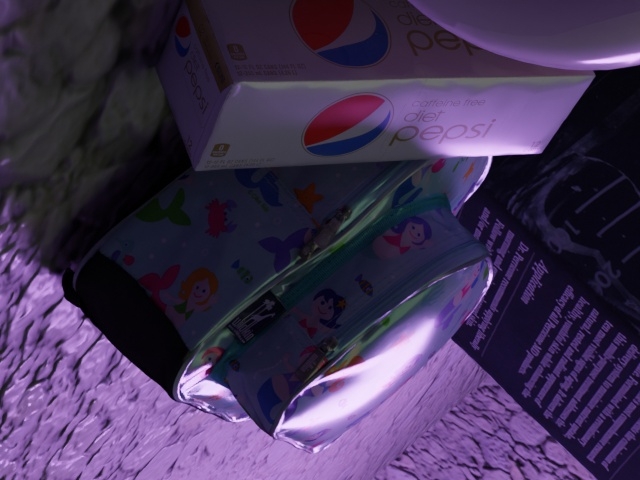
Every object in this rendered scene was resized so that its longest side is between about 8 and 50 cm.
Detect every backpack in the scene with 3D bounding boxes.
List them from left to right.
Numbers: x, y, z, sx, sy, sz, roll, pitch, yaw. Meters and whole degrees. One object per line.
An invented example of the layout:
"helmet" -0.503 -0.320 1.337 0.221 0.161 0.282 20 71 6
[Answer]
"backpack" 0.000 0.000 0.900 0.253 0.191 0.225 -49 165 -4

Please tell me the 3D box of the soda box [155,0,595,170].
"soda box" 0.030 -0.088 0.769 0.216 0.074 0.069 -5 146 -28

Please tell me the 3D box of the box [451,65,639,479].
"box" 0.392 -0.013 1.346 0.480 0.472 0.297 -40 165 -22

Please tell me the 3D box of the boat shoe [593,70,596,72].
"boat shoe" 0.194 -0.177 1.139 0.258 0.109 0.089 -25 174 -6

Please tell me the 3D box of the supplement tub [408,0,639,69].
"supplement tub" 0.162 -0.197 0.686 0.228 0.228 0.316 -51 164 24
